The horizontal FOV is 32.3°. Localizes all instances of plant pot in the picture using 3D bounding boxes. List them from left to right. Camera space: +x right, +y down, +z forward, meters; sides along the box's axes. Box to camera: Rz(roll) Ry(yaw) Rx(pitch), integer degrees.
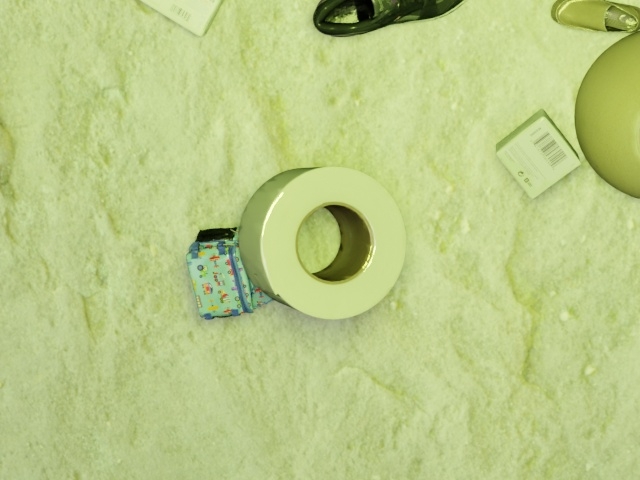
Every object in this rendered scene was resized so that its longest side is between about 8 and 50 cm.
[{"bbox_3d":[0.542,-0.181,1.710,0.284,0.191,0.284,3,106,9],"label":"plant pot"}]

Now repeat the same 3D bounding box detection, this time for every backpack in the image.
[{"bbox_3d":[-0.132,0.054,1.931,0.173,0.117,0.158,-5,106,8],"label":"backpack"}]

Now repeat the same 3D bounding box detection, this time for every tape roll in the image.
[{"bbox_3d":[0.000,0.000,1.817,0.246,0.169,0.246,-1,94,-16],"label":"tape roll"}]

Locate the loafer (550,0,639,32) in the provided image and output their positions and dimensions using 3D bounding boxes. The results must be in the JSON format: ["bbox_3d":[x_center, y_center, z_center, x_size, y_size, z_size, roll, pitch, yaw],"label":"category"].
[{"bbox_3d":[0.440,-0.358,1.748,0.148,0.050,0.056,6,107,8],"label":"loafer"}]

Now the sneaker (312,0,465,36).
[{"bbox_3d":[0.125,-0.382,1.755,0.283,0.124,0.107,-19,103,14],"label":"sneaker"}]

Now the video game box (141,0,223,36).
[{"bbox_3d":[-0.238,-0.471,1.830,0.205,0.048,0.187,32,110,-1],"label":"video game box"}]

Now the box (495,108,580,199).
[{"bbox_3d":[0.354,-0.142,1.806,0.102,0.087,0.101,-38,97,18],"label":"box"}]
